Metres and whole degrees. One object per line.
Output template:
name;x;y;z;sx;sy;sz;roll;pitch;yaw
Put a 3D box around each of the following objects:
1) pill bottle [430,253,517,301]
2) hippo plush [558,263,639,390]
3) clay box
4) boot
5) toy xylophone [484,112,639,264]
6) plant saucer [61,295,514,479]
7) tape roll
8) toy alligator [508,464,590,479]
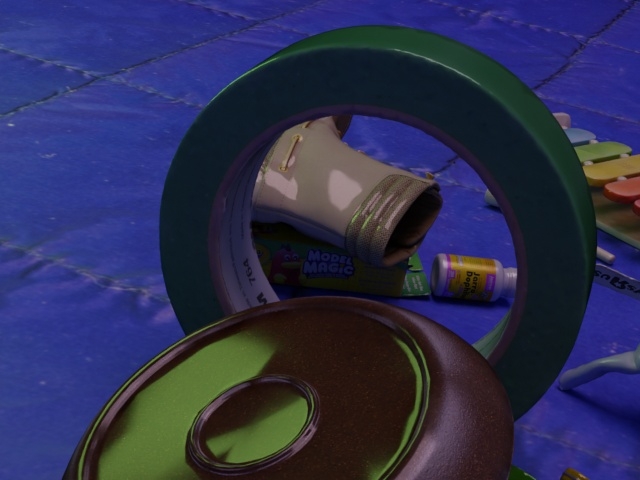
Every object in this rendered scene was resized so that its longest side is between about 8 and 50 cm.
pill bottle;0.154;0.038;1.251;0.083;0.043;0.043;6;24;-8
hippo plush;0.351;0.090;0.956;0.294;0.234;0.236;7;25;5
clay box;0.000;0.000;1.265;0.222;0.053;0.127;5;24;-8
boot;0.030;-0.067;1.240;0.203;0.095;0.262;19;29;18
toy xylophone;0.350;-0.060;1.506;0.322;0.081;0.236;27;29;35
plant saucer;-0.035;0.129;0.787;0.310;0.050;0.311;-15;32;9
tape roll;0.040;0.006;0.931;0.321;0.321;0.077;15;24;12
toy alligator;0.208;0.214;0.869;0.189;0.056;0.051;29;-11;37
